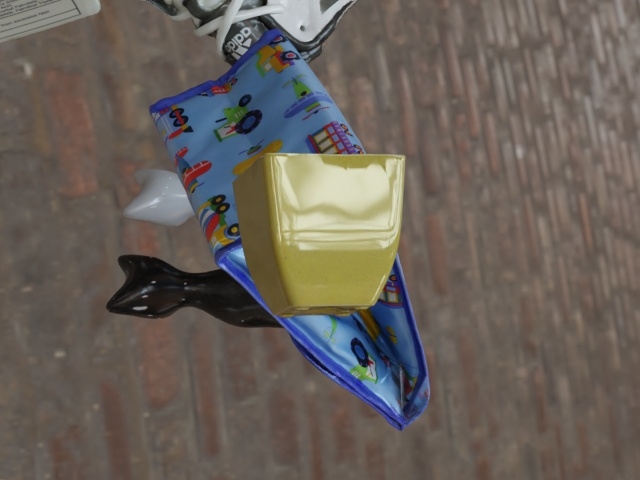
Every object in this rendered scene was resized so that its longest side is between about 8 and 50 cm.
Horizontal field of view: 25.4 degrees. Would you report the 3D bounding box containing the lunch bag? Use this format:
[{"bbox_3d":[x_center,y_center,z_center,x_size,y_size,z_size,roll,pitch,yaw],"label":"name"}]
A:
[{"bbox_3d":[0.006,0.008,1.191,0.293,0.138,0.221,56,3,-41],"label":"lunch bag"}]

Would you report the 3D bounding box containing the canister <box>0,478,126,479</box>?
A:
[{"bbox_3d":[-0.163,0.165,0.666,0.126,0.170,0.073,-84,179,-57],"label":"canister"}]

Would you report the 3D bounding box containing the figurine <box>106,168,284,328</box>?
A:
[{"bbox_3d":[-0.107,-0.002,1.468,0.092,0.209,0.215,90,0,-45],"label":"figurine"}]

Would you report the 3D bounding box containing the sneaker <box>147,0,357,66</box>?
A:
[{"bbox_3d":[-0.124,-0.264,1.320,0.447,0.169,0.257,-11,68,-44],"label":"sneaker"}]

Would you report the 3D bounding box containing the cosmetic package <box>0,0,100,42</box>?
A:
[{"bbox_3d":[-0.243,-0.229,0.821,0.296,0.153,0.129,74,1,-73],"label":"cosmetic package"}]

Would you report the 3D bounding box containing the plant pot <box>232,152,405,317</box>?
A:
[{"bbox_3d":[0.000,0.000,0.796,0.081,0.081,0.083,150,-62,-71],"label":"plant pot"}]
